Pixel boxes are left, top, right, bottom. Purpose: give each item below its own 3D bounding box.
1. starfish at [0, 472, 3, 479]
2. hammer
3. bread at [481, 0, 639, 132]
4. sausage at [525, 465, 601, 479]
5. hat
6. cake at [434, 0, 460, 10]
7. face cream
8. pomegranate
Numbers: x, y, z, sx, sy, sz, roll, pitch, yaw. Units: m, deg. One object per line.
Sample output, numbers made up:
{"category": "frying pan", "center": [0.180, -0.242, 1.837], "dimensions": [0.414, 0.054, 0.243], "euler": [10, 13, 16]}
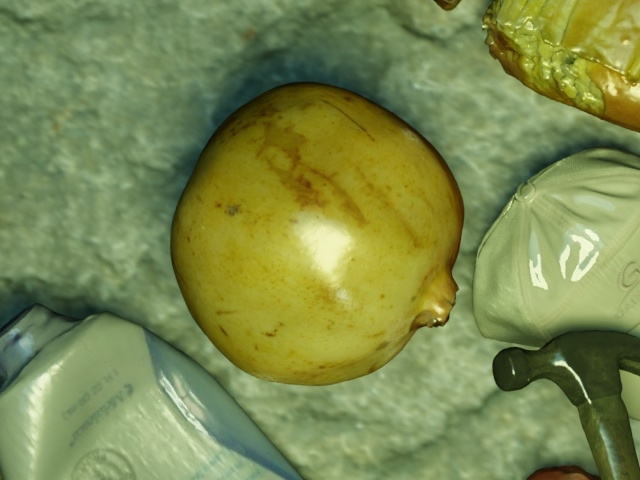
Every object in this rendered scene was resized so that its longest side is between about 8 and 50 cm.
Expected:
{"category": "starfish", "center": [-0.298, 0.220, 1.675], "dimensions": [0.138, 0.050, 0.247], "euler": [29, 84, 6]}
{"category": "hammer", "center": [0.267, 0.286, 1.484], "dimensions": [0.168, 0.044, 0.440], "euler": [-7, 73, -19]}
{"category": "bread", "center": [0.264, -0.168, 1.579], "dimensions": [0.250, 0.179, 0.133], "euler": [26, 94, 7]}
{"category": "sausage", "center": [0.186, 0.327, 1.567], "dimensions": [0.152, 0.152, 0.280], "euler": [30, 85, 7]}
{"category": "hat", "center": [0.266, 0.047, 1.587], "dimensions": [0.226, 0.164, 0.219], "euler": [42, 91, 25]}
{"category": "cake", "center": [0.080, -0.334, 1.552], "dimensions": [0.196, 0.293, 0.199], "euler": [37, 95, 6]}
{"category": "face cream", "center": [-0.140, 0.230, 1.609], "dimensions": [0.235, 0.137, 0.420], "euler": [-42, 91, -25]}
{"category": "pomegranate", "center": [0.000, 0.000, 1.557], "dimensions": [0.264, 0.264, 0.264], "euler": [0, 86, 6]}
